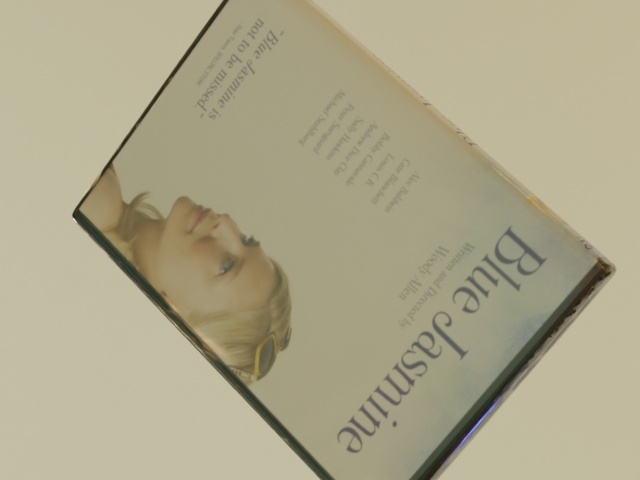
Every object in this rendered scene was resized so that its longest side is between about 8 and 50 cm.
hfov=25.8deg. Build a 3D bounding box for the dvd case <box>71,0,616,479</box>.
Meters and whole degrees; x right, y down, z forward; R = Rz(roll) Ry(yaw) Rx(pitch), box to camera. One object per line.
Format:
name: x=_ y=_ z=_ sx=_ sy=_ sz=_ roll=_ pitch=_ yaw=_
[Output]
dvd case: x=0.000 y=0.000 z=0.718 sx=0.253 sy=0.022 sz=0.180 roll=44 pitch=-74 yaw=21
